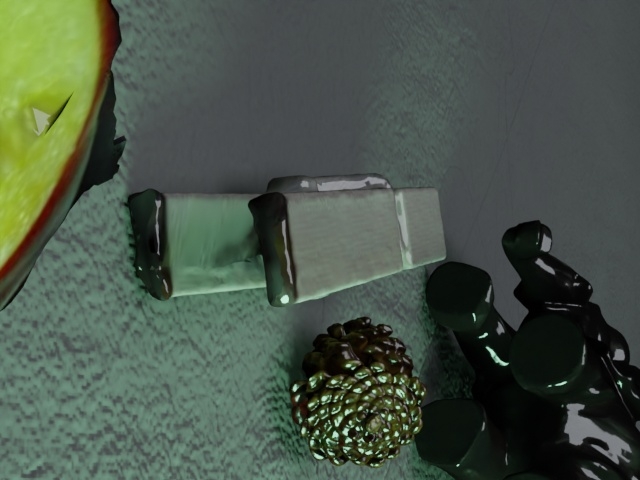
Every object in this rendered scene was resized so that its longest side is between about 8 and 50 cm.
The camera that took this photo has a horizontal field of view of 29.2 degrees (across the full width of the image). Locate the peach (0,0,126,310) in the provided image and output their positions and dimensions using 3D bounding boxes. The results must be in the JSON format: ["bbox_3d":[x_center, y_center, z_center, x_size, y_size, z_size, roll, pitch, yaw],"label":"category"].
[{"bbox_3d":[-0.218,-0.081,0.294,0.362,0.201,0.257,-19,141,-51],"label":"peach"}]

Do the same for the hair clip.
[{"bbox_3d":[-0.001,-0.005,0.848,0.331,0.101,0.085,-9,88,-66],"label":"hair clip"}]

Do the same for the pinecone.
[{"bbox_3d":[0.031,0.105,0.884,0.109,0.102,0.102,-67,142,-47],"label":"pinecone"}]

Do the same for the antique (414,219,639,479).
[{"bbox_3d":[0.212,0.166,1.173,0.255,0.185,0.322,35,54,-49],"label":"antique"}]
